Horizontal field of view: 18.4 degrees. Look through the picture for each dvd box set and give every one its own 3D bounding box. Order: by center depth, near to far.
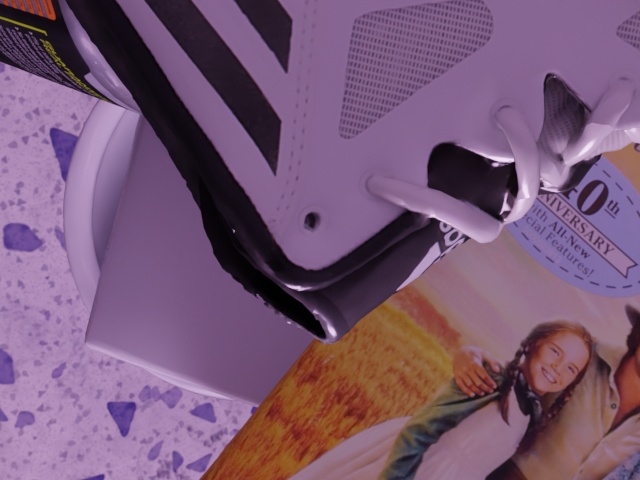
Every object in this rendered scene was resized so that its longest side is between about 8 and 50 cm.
[{"bbox_3d":[0.149,0.099,0.899,0.307,0.420,0.062,46,-153,13],"label":"dvd box set"}]

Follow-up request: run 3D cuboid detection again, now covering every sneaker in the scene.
[{"bbox_3d":[0.105,-0.055,0.711,0.447,0.257,0.169,26,176,-4],"label":"sneaker"}]

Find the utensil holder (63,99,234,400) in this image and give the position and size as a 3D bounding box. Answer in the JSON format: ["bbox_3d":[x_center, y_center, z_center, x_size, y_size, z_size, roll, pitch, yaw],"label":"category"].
[{"bbox_3d":[0.000,0.000,1.761,0.328,0.327,0.385,25,177,21],"label":"utensil holder"}]

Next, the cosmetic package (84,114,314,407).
[{"bbox_3d":[0.093,0.040,1.089,0.385,0.156,0.217,18,-174,21],"label":"cosmetic package"}]

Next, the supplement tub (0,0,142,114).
[{"bbox_3d":[-0.095,-0.168,1.019,0.193,0.193,0.316,29,176,-41],"label":"supplement tub"}]
